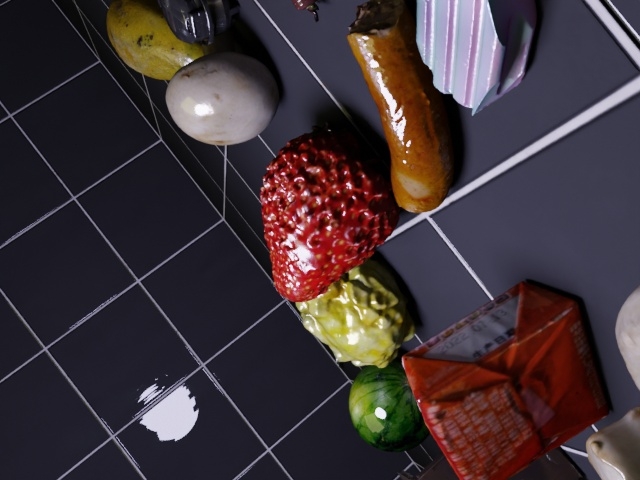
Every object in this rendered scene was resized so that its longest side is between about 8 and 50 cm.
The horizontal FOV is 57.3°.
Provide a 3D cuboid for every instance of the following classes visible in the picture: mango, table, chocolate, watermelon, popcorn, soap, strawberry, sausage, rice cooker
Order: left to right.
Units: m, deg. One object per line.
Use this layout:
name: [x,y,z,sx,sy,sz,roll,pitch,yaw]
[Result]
mango: [-0.349,-0.433,1.284,0.176,0.175,0.329,2,-150,-44]
rice cooker: [-0.220,-0.410,1.012,0.165,0.106,0.112,41,151,28]
strawberry: [-0.007,-0.046,0.972,0.261,0.257,0.261,54,175,7]
popcorn: [0.072,0.151,1.284,0.286,0.215,0.252,51,161,-11]
watermelon: [0.190,0.428,1.538,0.242,0.242,0.242,48,166,16]
sausage: [0.106,-0.141,0.697,0.103,0.076,0.302,49,167,48]
soap: [0.135,-0.190,0.513,0.100,0.056,0.149,47,165,30]
table: [0.321,0.471,1.189,0.196,0.250,0.282,49,167,11]
chocolate: [0.249,0.199,0.795,0.237,0.235,0.108,59,178,-30]

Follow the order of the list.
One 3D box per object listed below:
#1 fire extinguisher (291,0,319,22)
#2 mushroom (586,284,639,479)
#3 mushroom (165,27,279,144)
fire extinguisher: [-0.038,-0.338,0.744,0.132,0.039,0.056,56,-161,-17]
mushroom: [0.310,0.112,0.441,0.206,0.209,0.206,169,90,-71]
mushroom: [-0.183,-0.291,1.084,0.207,0.207,0.215,119,143,-76]
